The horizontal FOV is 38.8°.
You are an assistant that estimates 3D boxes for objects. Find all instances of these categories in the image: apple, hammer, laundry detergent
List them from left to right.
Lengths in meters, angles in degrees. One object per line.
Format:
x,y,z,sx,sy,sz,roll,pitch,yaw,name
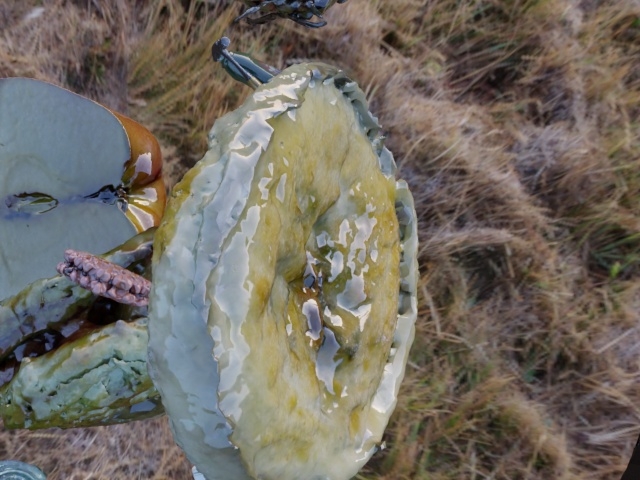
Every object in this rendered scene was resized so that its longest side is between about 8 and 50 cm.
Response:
-0.405,-0.054,1.309,0.365,0.328,0.295,-4,48,11,apple
-0.134,-0.306,1.746,0.201,0.078,0.021,45,67,-17,hammer
-0.113,-0.328,1.841,0.211,0.137,0.063,26,109,-8,laundry detergent

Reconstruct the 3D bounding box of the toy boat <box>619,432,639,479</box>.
0.278,0.143,0.582,0.092,0.134,0.298,36,70,-19,toy boat

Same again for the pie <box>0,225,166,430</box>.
-0.200,0.128,1.111,0.395,0.418,0.180,-27,74,5,pie

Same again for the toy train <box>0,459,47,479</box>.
-0.368,0.408,1.018,0.307,0.173,0.249,48,37,-9,toy train

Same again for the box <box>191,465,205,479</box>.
-0.143,0.471,1.554,0.109,0.029,0.198,-14,92,17,box

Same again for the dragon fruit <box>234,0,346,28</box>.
-0.030,-0.273,0.699,0.234,0.233,0.293,18,49,-7,dragon fruit

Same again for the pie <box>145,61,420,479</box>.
-0.006,0.026,0.551,0.055,0.274,0.274,1,80,31,pie

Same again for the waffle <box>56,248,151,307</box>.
-0.179,0.033,0.770,0.083,0.075,0.029,25,89,-35,waffle
